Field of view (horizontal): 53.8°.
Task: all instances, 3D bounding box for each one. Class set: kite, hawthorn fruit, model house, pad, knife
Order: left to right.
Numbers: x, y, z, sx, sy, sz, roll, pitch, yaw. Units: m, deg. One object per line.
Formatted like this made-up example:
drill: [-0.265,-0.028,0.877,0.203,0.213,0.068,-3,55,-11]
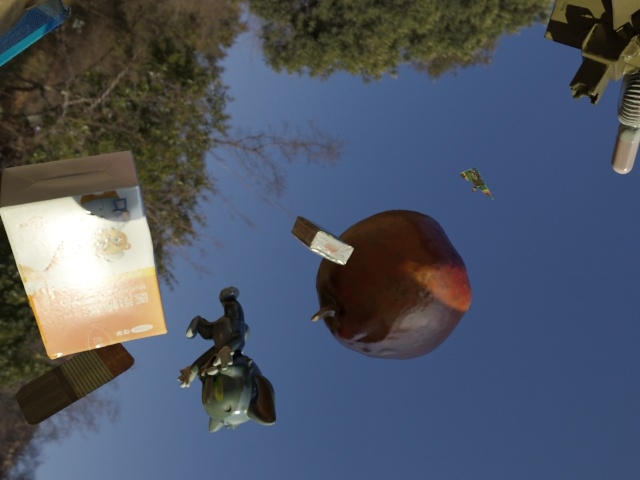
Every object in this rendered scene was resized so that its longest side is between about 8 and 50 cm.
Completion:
knife: [-0.418,-0.262,0.838,0.026,0.044,0.297,-32,-156,40]
pad: [-0.513,0.309,1.348,0.250,0.055,0.323,-31,-165,-25]
hawthorn fruit: [0.102,0.087,1.116,0.277,0.298,0.277,39,-41,45]
kite: [0.380,-0.144,1.546,0.004,0.090,0.122,-32,-124,-15]
model house: [0.447,-0.329,0.934,0.211,0.204,0.243,31,-88,30]

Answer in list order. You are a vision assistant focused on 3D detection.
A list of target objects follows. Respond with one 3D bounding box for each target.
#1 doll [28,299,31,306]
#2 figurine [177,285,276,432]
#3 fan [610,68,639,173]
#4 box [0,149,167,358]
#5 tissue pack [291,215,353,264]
doll: [-0.527,0.138,1.369,0.103,0.213,0.072,127,-33,-80]
figurine: [-0.183,0.231,1.204,0.193,0.140,0.265,-27,-135,29]
fan: [0.698,-0.267,1.407,0.130,0.074,0.244,-59,153,-54]
box: [-0.414,0.032,1.136,0.143,0.224,0.341,-121,-155,-50]
tissue pack: [0.000,0.000,0.872,0.035,0.063,0.083,-59,-155,4]
